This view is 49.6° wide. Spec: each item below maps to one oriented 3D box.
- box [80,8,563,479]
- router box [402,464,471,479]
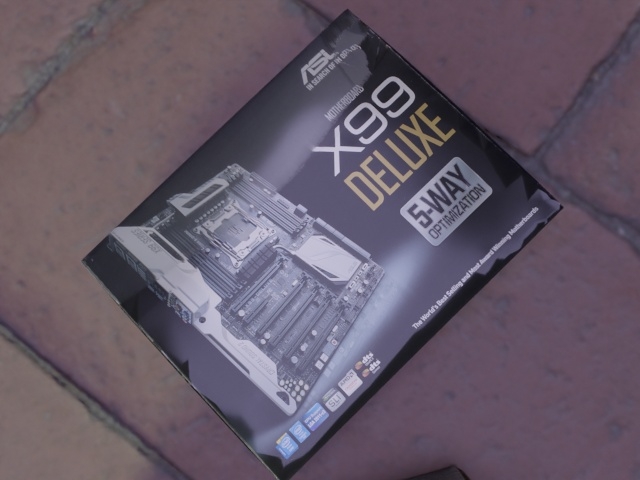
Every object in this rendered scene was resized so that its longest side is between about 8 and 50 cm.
[{"bbox_3d":[0.000,0.000,0.579,0.307,0.076,0.242,-43,81,-3],"label":"box"},{"bbox_3d":[-0.005,0.368,0.523,0.336,0.082,0.301,-17,81,1],"label":"router box"}]
